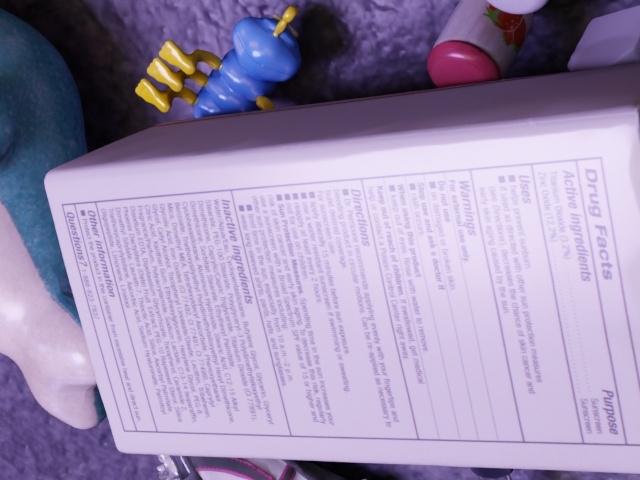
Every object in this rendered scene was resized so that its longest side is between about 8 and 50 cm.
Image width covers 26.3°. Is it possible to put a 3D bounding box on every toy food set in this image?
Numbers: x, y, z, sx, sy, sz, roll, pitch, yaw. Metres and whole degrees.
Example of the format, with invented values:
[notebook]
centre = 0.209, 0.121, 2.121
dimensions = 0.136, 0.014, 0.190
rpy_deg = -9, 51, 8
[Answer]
[toy food set]
centre = 0.127, -0.042, 0.689
dimensions = 0.111, 0.104, 0.232
rpy_deg = -9, 131, 46

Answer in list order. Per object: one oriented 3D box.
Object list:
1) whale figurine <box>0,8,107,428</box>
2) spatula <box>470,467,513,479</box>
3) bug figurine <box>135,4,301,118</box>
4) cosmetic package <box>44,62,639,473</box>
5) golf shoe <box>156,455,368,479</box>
[whale figurine]
centre = -0.180, -0.025, 0.807
dimensions = 0.272, 0.141, 0.216
rpy_deg = 51, 153, 17
[spatula]
centre = 0.105, 0.158, 0.812
dimensions = 0.084, 0.030, 0.296
rpy_deg = -3, 128, 25
[bug figurine]
centre = 0.000, 0.000, 0.809
dimensions = 0.279, 0.072, 0.216
rpy_deg = 42, 127, -5
[cosmetic package]
centre = 0.032, 0.014, 0.656
dimensions = 0.309, 0.113, 0.160
rpy_deg = -3, 107, 31
[golf shoe]
centre = -0.025, 0.178, 0.894
dimensions = 0.120, 0.105, 0.273
rpy_deg = -30, 80, -14
